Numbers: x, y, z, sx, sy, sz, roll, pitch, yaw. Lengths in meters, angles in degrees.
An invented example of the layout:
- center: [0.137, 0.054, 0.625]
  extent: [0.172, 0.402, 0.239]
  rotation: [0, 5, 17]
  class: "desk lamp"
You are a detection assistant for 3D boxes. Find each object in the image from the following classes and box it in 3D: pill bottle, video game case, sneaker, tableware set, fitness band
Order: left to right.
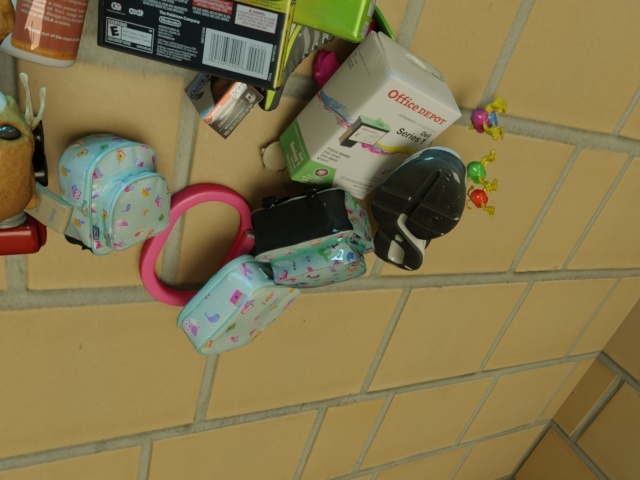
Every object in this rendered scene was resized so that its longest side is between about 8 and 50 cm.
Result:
- center: [-0.371, -0.357, 0.626]
  extent: [0.121, 0.121, 0.216]
  rotation: [11, 117, -34]
  class: "pill bottle"
- center: [-0.260, 0.016, 1.000]
  extent: [0.209, 0.054, 0.291]
  rotation: [19, 111, -36]
  class: "fitness band"
- center: [-0.165, -0.363, 0.640]
  extent: [0.274, 0.035, 0.248]
  rotation: [15, 114, 3]
  class: "video game case"
- center: [-0.042, -0.182, 0.997]
  extent: [0.168, 0.020, 0.141]
  rotation: [-37, 137, -5]
  class: "tableware set"
- center: [-0.030, -0.362, 0.821]
  extent: [0.121, 0.111, 0.300]
  rotation: [9, 120, -38]
  class: "sneaker"
- center: [0.231, -0.125, 1.026]
  extent: [0.258, 0.169, 0.447]
  rotation: [-61, 171, -21]
  class: "sneaker"

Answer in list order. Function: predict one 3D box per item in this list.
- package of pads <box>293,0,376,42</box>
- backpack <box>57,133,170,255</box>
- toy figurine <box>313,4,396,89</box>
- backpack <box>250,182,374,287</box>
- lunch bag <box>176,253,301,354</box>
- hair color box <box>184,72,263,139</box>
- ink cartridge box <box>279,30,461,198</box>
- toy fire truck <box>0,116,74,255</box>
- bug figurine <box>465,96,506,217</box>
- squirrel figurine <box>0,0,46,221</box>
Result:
- center: [-0.044, -0.439, 0.666]
  extent: [0.296, 0.101, 0.229]
  rotation: [18, 112, 0]
  class: "package of pads"
- center: [-0.349, -0.082, 0.805]
  extent: [0.166, 0.144, 0.189]
  rotation: [-37, 135, -53]
  class: "backpack"
- center: [0.065, -0.338, 0.907]
  extent: [0.159, 0.130, 0.173]
  rotation: [-29, 158, 10]
  class: "toy figurine"
- center: [0.000, 0.000, 0.997]
  extent: [0.225, 0.191, 0.253]
  rotation: [-16, 172, 18]
  class: "backpack"
- center: [-0.166, 0.134, 1.037]
  extent: [0.224, 0.108, 0.279]
  rotation: [-48, 164, 7]
  class: "lunch bag"
- center: [-0.166, -0.246, 0.785]
  extent: [0.093, 0.167, 0.053]
  rotation: [-46, 131, 7]
  class: "hair color box"
- center: [0.088, -0.217, 0.887]
  extent: [0.201, 0.117, 0.278]
  rotation: [11, 142, -40]
  class: "ink cartridge box"
- center: [-0.458, -0.058, 0.708]
  extent: [0.158, 0.246, 0.217]
  rotation: [-4, 124, -26]
  class: "toy fire truck"
- center: [0.376, -0.201, 1.084]
  extent: [0.216, 0.072, 0.279]
  rotation: [19, 79, -65]
  class: "bug figurine"
- center: [-0.494, -0.161, 0.525]
  extent: [0.396, 0.281, 0.371]
  rotation: [-25, 103, 21]
  class: "squirrel figurine"
